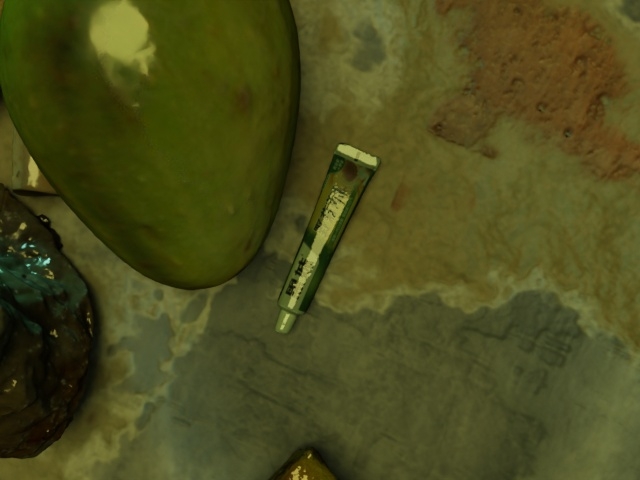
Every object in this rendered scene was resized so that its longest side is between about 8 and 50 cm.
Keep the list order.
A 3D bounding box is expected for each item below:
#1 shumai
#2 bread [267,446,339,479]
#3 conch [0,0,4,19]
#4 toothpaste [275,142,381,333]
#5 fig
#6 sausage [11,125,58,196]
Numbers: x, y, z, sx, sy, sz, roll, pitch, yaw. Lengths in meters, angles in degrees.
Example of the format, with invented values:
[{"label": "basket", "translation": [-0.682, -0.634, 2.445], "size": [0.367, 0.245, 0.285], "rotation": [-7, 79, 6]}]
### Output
[{"label": "shumai", "translation": [-0.367, 0.061, 0.589], "size": [0.217, 0.283, 0.346], "rotation": [-32, 89, 2]}, {"label": "bread", "translation": [0.005, 0.298, 0.642], "size": [0.172, 0.103, 0.132], "rotation": [44, 89, 4]}, {"label": "conch", "translation": [-0.374, -0.199, 0.700], "size": [0.086, 0.080, 0.233], "rotation": [15, 67, -18]}, {"label": "toothpaste", "translation": [0.000, 0.000, 0.684], "size": [0.049, 0.031, 0.204], "rotation": [24, 88, 5]}, {"label": "fig", "translation": [-0.134, -0.114, 0.593], "size": [0.258, 0.258, 0.326], "rotation": [-10, 101, 5]}, {"label": "sausage", "translation": [-0.273, -0.194, 0.695], "size": [0.066, 0.066, 0.301], "rotation": [8, 88, 5]}]
